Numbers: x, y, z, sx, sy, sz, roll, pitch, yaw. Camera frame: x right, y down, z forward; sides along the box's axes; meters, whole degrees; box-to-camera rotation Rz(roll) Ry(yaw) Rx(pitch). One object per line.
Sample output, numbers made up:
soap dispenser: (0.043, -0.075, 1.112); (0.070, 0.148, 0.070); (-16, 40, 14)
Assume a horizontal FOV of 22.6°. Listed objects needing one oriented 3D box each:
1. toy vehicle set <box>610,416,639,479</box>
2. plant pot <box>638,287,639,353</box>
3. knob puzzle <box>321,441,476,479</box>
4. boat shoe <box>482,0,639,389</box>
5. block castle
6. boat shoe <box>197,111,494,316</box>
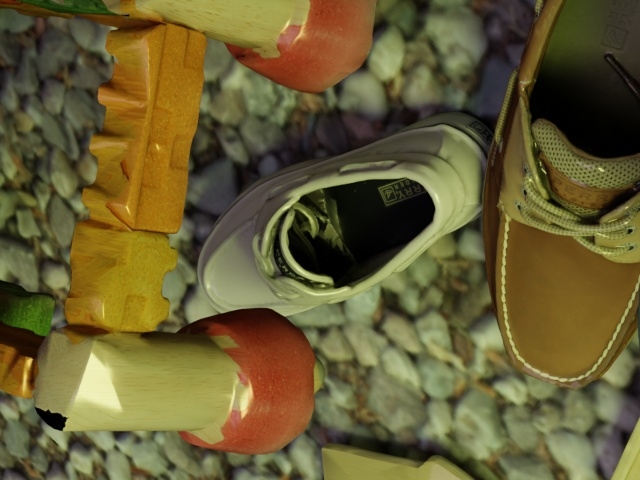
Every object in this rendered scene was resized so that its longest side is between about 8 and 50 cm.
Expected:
toy vehicle set: (0.305, 0.162, 0.920); (0.267, 0.035, 0.166); (33, 128, 20)
plant pot: (0.264, 0.016, 0.592); (0.272, 0.271, 0.255); (54, 147, 2)
knob puzzle: (0.095, 0.232, 1.120); (0.213, 0.030, 0.213); (17, 121, 31)
boat shoe: (0.144, -0.056, 0.861); (0.122, 0.120, 0.324); (14, 122, 15)
block castle: (-0.185, -0.057, 0.999); (0.453, 0.213, 0.303); (11, 92, 40)
boat shoe: (0.000, 0.000, 1.033); (0.267, 0.088, 0.096); (-19, 100, 41)
